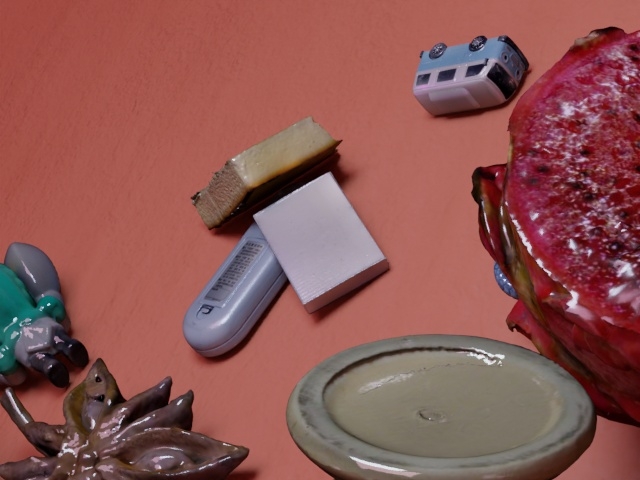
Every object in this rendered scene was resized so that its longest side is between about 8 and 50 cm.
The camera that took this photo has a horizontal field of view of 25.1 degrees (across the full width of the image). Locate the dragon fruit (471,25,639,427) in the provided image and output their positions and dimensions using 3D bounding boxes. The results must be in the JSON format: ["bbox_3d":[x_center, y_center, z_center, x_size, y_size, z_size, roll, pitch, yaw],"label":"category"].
[{"bbox_3d":[0.316,0.011,1.110,0.386,0.249,0.371,-37,56,-27],"label":"dragon fruit"}]

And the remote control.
[{"bbox_3d":[-0.072,0.028,1.636,0.087,0.047,0.244,7,54,50],"label":"remote control"}]

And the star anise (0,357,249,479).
[{"bbox_3d":[-0.228,0.246,1.496,0.349,0.109,0.292,-4,41,26],"label":"star anise"}]

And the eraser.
[{"bbox_3d":[0.000,0.000,1.577,0.103,0.023,0.150,-30,50,-1],"label":"eraser"}]

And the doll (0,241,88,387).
[{"bbox_3d":[-0.405,0.112,1.791,0.194,0.153,0.258,-24,52,-8],"label":"doll"}]

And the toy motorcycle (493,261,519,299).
[{"bbox_3d":[0.276,-0.008,1.310,0.254,0.092,0.136,-6,51,19],"label":"toy motorcycle"}]

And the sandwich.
[{"bbox_3d":[-0.056,-0.086,1.707,0.162,0.058,0.193,-30,-2,-24],"label":"sandwich"}]

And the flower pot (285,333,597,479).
[{"bbox_3d":[0.081,0.219,1.023,0.307,0.244,0.307,-2,19,1],"label":"flower pot"}]

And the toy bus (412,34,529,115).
[{"bbox_3d":[0.168,-0.185,1.635,0.123,0.060,0.075,-5,53,42],"label":"toy bus"}]
